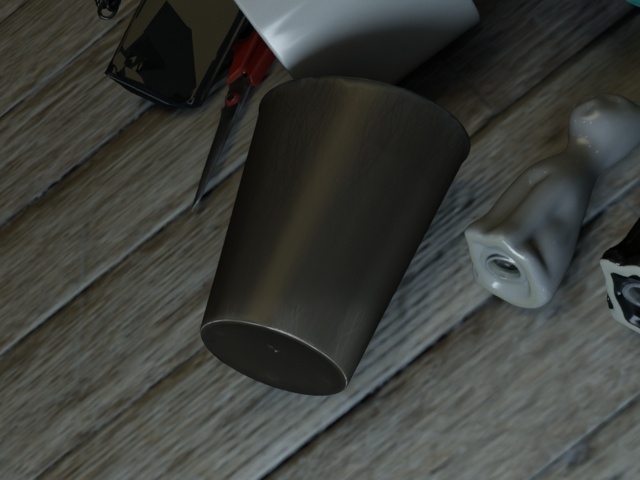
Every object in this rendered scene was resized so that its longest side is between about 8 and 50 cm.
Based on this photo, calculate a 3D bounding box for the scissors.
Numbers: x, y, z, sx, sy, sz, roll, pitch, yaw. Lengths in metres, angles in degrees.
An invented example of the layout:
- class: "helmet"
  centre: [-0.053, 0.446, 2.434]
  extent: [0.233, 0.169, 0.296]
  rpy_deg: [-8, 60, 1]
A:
- class: "scissors"
  centre: [-0.086, -0.151, 1.717]
  extent: [0.109, 0.021, 0.297]
  rpy_deg: [10, 62, 41]

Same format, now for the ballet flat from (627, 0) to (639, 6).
- class: "ballet flat"
  centre: [0.351, -0.216, 1.392]
  extent: [0.280, 0.095, 0.096]
  rpy_deg: [26, 62, 36]

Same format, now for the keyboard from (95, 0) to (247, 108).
- class: "keyboard"
  centre: [-0.132, -0.298, 1.782]
  extent: [0.201, 0.033, 0.317]
  rpy_deg: [27, 88, 27]

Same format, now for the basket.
- class: "basket"
  centre: [0.000, 0.000, 1.417]
  extent: [0.204, 0.154, 0.227]
  rpy_deg: [-2, 57, 39]

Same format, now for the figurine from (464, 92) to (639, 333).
- class: "figurine"
  centre: [0.240, -0.038, 1.322]
  extent: [0.215, 0.092, 0.209]
  rpy_deg: [13, 55, 44]

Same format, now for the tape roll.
- class: "tape roll"
  centre: [0.007, -0.248, 1.557]
  extent: [0.169, 0.246, 0.246]
  rpy_deg: [-36, 40, 4]
